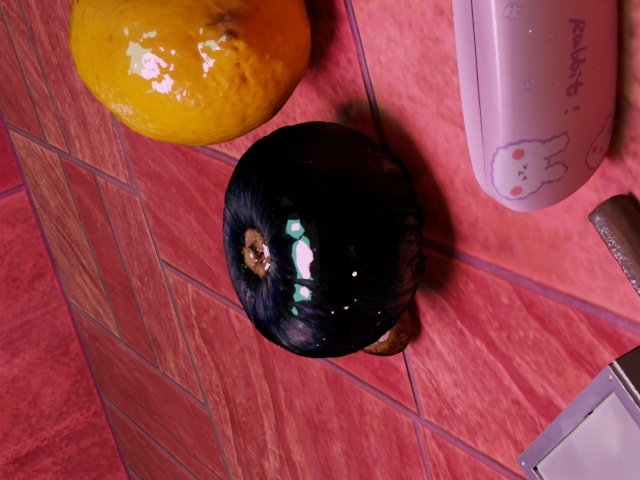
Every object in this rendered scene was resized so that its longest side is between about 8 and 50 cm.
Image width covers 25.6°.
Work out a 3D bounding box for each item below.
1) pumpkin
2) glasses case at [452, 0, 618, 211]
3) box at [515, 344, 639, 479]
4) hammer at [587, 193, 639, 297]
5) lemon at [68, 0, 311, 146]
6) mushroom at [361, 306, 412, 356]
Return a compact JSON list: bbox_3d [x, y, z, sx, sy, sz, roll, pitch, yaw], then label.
[{"bbox_3d":[0.000,0.000,1.381,0.233,0.163,0.233,15,108,54],"label":"pumpkin"},{"bbox_3d":[0.152,-0.155,0.995,0.075,0.113,0.296,37,145,46],"label":"glasses case"},{"bbox_3d":[0.259,0.177,1.139,0.129,0.086,0.225,57,156,18],"label":"box"},{"bbox_3d":[0.297,0.121,1.011,0.365,0.111,0.043,62,-167,25],"label":"hammer"},{"bbox_3d":[-0.131,-0.208,1.408,0.236,0.236,0.263,90,156,-45],"label":"lemon"},{"bbox_3d":[0.055,0.067,1.514,0.123,0.052,0.123,38,143,37],"label":"mushroom"}]
